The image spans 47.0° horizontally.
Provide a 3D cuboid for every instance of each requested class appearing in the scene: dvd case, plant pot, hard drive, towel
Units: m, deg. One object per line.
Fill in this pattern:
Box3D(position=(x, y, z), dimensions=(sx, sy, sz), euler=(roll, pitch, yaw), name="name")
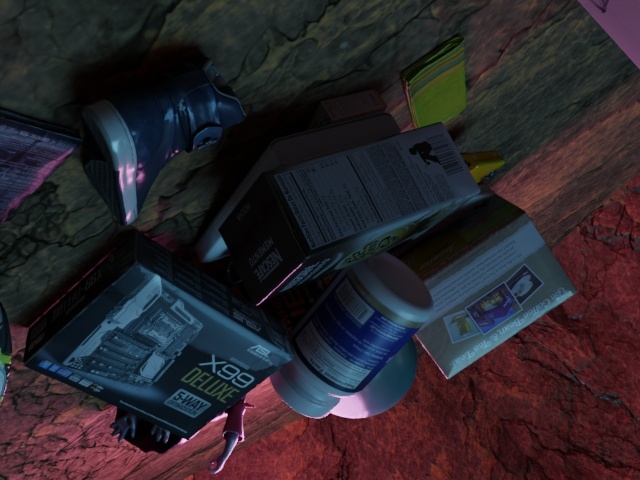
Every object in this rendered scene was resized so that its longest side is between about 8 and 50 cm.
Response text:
Box3D(position=(-0.359, -0.046, 0.710), dimensions=(0.221, 0.018, 0.164), euler=(-40, 162, 17), name="dvd case")
Box3D(position=(0.072, 0.235, 1.717), dimensions=(0.293, 0.293, 0.235), euler=(-30, 147, -8), name="plant pot")
Box3D(position=(-0.043, -0.069, 1.056), dimensions=(0.203, 0.040, 0.307), euler=(-20, 166, -35), name="hard drive")
Box3D(position=(0.183, -0.227, 1.133), dimensions=(0.102, 0.021, 0.237), euler=(-33, 162, 3), name="towel")

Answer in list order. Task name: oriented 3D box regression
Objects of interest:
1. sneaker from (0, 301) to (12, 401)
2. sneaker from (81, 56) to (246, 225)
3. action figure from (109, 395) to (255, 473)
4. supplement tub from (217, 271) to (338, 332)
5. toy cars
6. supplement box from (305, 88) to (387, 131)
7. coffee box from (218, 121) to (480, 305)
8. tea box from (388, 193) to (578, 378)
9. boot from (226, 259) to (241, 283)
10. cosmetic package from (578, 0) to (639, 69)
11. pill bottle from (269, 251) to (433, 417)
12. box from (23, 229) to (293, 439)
Box3D(position=(-0.524, 0.209, 0.893), dimensions=(0.385, 0.145, 0.147), euler=(-45, 145, 12), name="sneaker")
Box3D(position=(-0.164, -0.103, 0.782), dimensions=(0.163, 0.086, 0.226), euler=(-35, 175, -25), name="sneaker")
Box3D(position=(-0.278, 0.354, 1.653), dimensions=(0.370, 0.248, 0.275), euler=(-3, 118, -54), name="action figure")
Box3D(position=(-0.076, 0.125, 1.318), dimensions=(0.316, 0.193, 0.193), euler=(-26, 160, -20), name="supplement tub")
Box3D(position=(0.256, -0.106, 1.460), dimensions=(0.177, 0.087, 0.393), euler=(-22, 165, 3), name="toy cars")
Box3D(position=(0.036, -0.168, 1.014), dimensions=(0.098, 0.036, 0.062), euler=(-20, 158, -32), name="supplement box")
Box3D(position=(0.038, -0.039, 0.969), dimensions=(0.297, 0.118, 0.168), euler=(-21, 168, -33), name="coffee box")
Box3D(position=(0.327, 0.081, 1.633), dimensions=(0.329, 0.220, 0.323), euler=(-35, -167, 4), name="tea box")
Box3D(position=(0.000, 0.000, 1.127), dimensions=(0.248, 0.090, 0.207), euler=(-30, 172, 29), name="boot")
Box3D(position=(0.440, -0.299, 0.813), dimensions=(0.098, 0.377, 0.284), euler=(-28, 160, -13), name="cosmetic package")
Box3D(position=(0.041, 0.150, 1.160), dimensions=(0.264, 0.153, 0.153), euler=(-51, 156, 23), name="pill bottle")
Box3D(position=(-0.231, 0.152, 1.088), dimensions=(0.242, 0.076, 0.307), euler=(-39, 127, 18), name="box")
